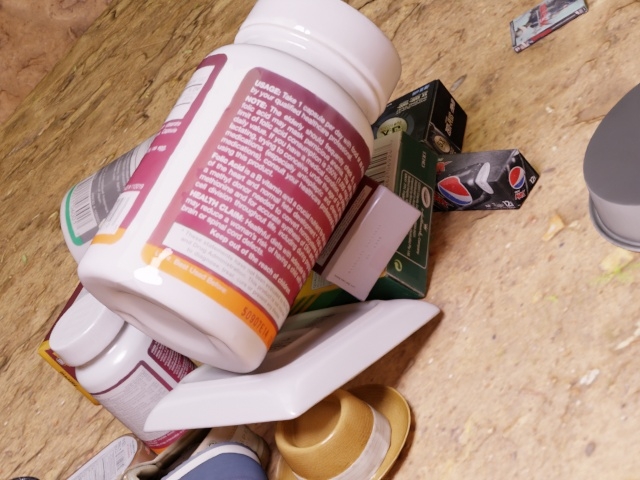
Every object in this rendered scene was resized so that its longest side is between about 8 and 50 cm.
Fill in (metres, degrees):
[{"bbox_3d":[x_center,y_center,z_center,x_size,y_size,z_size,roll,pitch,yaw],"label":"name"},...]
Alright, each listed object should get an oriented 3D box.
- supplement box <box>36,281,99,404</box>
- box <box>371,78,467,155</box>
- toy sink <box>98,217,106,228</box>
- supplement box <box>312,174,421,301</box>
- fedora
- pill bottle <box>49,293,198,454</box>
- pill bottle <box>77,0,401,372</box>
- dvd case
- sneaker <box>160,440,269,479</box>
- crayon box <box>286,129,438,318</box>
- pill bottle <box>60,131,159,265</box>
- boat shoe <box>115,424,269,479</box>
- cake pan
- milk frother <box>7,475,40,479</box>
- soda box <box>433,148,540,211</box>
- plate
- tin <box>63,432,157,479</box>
[{"bbox_3d":[-0.280,0.118,1.832,0.191,0.129,0.194,-18,35,40],"label":"supplement box"},{"bbox_3d":[0.105,-0.125,1.731,0.180,0.077,0.147,-24,32,32],"label":"box"},{"bbox_3d":[-0.167,0.018,1.599,0.131,0.153,0.234,-50,38,12],"label":"toy sink"},{"bbox_3d":[0.002,-0.036,1.509,0.130,0.073,0.239,-57,39,2],"label":"supplement box"},{"bbox_3d":[0.006,0.213,1.350,0.194,0.079,0.194,-33,27,19],"label":"fedora"},{"bbox_3d":[-0.236,0.170,1.586,0.121,0.221,0.121,-32,27,19],"label":"pill bottle"},{"bbox_3d":[-0.077,-0.072,1.365,0.224,0.224,0.392,2,58,55],"label":"pill bottle"},{"bbox_3d":[0.332,-0.327,1.800,0.119,0.013,0.087,-30,28,24],"label":"dvd case"},{"bbox_3d":[-0.186,0.357,1.359,0.319,0.112,0.131,-43,23,0],"label":"sneaker"},{"bbox_3d":[0.000,0.000,1.615,0.323,0.083,0.203,-16,55,41],"label":"crayon box"},{"bbox_3d":[-0.222,-0.075,1.963,0.361,0.204,0.204,-27,30,27],"label":"pill bottle"},{"bbox_3d":[-0.205,0.308,1.472,0.302,0.098,0.109,-37,27,10],"label":"boat shoe"},{"bbox_3d":[0.407,-0.112,1.323,0.293,0.054,0.293,-32,28,19],"label":"cake pan"},{"bbox_3d":[-0.449,0.396,1.691,0.143,0.129,0.134,-15,65,-6],"label":"milk frother"},{"bbox_3d":[0.192,-0.075,1.563,0.169,0.053,0.060,-1,47,54],"label":"soda box"},{"bbox_3d":[-0.040,0.137,1.440,0.277,0.045,0.278,-15,11,46],"label":"plate"},{"bbox_3d":[-0.299,0.331,1.644,0.190,0.040,0.106,-40,22,5],"label":"tin"}]
